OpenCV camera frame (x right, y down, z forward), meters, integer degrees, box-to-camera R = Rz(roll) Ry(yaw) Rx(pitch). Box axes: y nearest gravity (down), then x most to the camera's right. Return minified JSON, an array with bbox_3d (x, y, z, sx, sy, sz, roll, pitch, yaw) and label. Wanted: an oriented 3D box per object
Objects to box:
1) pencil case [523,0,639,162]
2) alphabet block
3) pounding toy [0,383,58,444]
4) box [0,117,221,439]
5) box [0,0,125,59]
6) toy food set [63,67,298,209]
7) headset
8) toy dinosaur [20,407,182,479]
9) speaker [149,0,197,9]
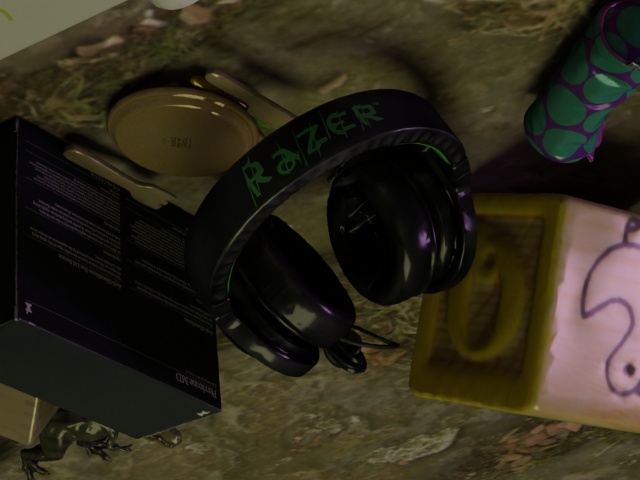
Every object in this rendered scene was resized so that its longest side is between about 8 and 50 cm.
[{"bbox_3d":[0.221,-0.124,1.467,0.070,0.064,0.152,26,146,-6],"label":"pencil case"},{"bbox_3d":[0.219,0.066,1.629,0.197,0.192,0.193,11,174,-31],"label":"alphabet block"},{"bbox_3d":[-0.247,0.083,1.664,0.181,0.206,0.094,19,122,8],"label":"pounding toy"},{"bbox_3d":[-0.202,0.040,1.554,0.103,0.184,0.261,-23,147,27],"label":"box"},{"bbox_3d":[-0.234,-0.218,1.140,0.322,0.058,0.232,-22,130,24],"label":"box"},{"bbox_3d":[-0.109,-0.093,1.493,0.192,0.039,0.132,-23,141,37],"label":"toy food set"},{"bbox_3d":[0.000,0.000,1.560,0.243,0.185,0.394,-30,150,-11],"label":"headset"},{"bbox_3d":[-0.280,0.211,1.991,0.268,0.064,0.118,-2,147,1],"label":"toy dinosaur"},{"bbox_3d":[-0.116,-0.214,1.241,0.055,0.055,0.136,-12,152,10],"label":"speaker"}]
